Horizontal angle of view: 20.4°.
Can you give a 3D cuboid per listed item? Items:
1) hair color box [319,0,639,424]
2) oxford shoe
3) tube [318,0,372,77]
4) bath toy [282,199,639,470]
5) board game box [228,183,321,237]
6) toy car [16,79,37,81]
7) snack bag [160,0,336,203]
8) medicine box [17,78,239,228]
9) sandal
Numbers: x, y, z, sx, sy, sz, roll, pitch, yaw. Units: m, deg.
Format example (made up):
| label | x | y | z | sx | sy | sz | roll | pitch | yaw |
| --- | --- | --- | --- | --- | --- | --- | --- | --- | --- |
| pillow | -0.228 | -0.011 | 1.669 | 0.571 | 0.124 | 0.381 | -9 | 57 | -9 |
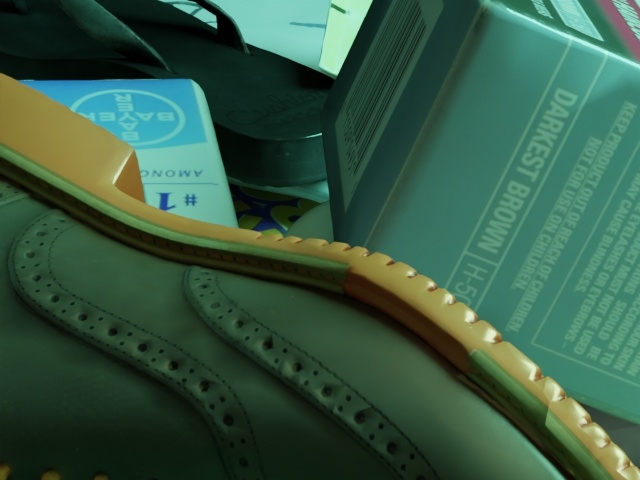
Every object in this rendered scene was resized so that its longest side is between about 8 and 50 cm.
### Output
| label | x | y | z | sx | sy | sz | roll | pitch | yaw |
| --- | --- | --- | --- | --- | --- | --- | --- | --- | --- |
| hair color box | 0.193 | 0.009 | 0.639 | 0.374 | 0.113 | 0.185 | 22 | 20 | -11 |
| oxford shoe | -0.033 | 0.050 | 0.440 | 0.271 | 0.097 | 0.098 | 25 | 57 | 32 |
| tube | 0.111 | -0.066 | 0.858 | 0.240 | 0.062 | 0.070 | 22 | 1 | -14 |
| bath toy | 0.063 | 0.101 | 0.609 | 0.129 | 0.151 | 0.348 | -39 | 43 | -3 |
| board game box | 0.000 | 0.000 | 0.834 | 0.259 | 0.039 | 0.124 | -9 | 34 | -19 |
| toy car | -0.213 | -0.075 | 0.773 | 0.188 | 0.155 | 0.149 | -19 | 40 | -21 |
| snack bag | -0.056 | -0.111 | 0.968 | 0.323 | 0.037 | 0.342 | 11 | 31 | 17 |
| medicine box | -0.153 | 0.076 | 0.578 | 0.263 | 0.149 | 0.289 | -1 | 33 | -12 |
| sandal | -0.080 | -0.097 | 0.851 | 0.254 | 0.054 | 0.097 | 23 | 37 | 34 |
